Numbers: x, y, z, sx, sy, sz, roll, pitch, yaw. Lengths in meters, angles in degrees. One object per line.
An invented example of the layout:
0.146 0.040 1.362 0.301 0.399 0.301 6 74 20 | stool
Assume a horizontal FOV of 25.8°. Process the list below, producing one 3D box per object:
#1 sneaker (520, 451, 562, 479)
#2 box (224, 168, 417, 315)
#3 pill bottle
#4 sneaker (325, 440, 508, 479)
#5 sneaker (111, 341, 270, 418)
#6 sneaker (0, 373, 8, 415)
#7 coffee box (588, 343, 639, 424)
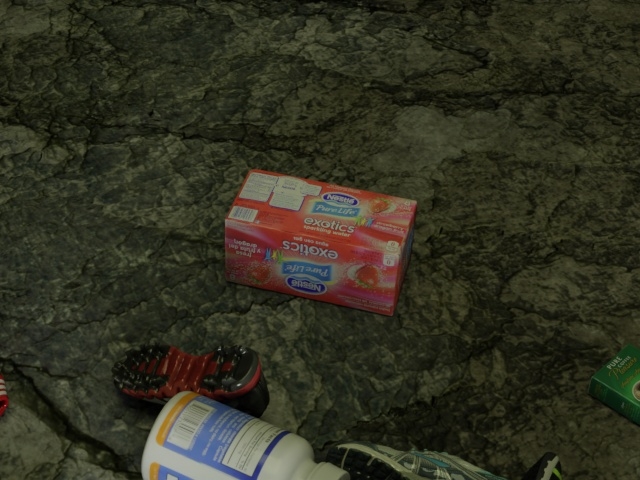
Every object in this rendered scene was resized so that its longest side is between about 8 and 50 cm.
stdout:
0.320 0.408 1.975 0.097 0.084 0.235 30 43 -6 | sneaker
0.000 0.000 2.359 0.299 0.142 0.154 11 41 9 | box
-0.102 0.327 1.969 0.272 0.152 0.152 20 44 18 | pill bottle
0.146 0.353 2.013 0.283 0.110 0.122 18 25 14 | sneaker
-0.193 0.225 2.128 0.276 0.135 0.098 -2 48 31 | sneaker
-0.575 0.245 2.090 0.221 0.087 0.128 -18 44 -21 | sneaker
0.525 0.244 2.183 0.184 0.040 0.113 31 48 28 | coffee box
